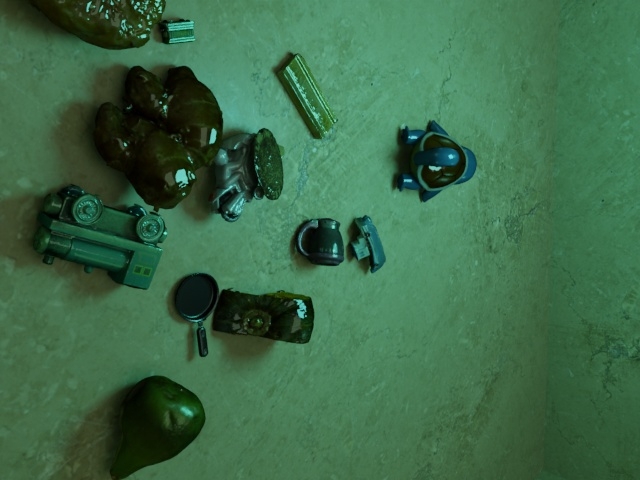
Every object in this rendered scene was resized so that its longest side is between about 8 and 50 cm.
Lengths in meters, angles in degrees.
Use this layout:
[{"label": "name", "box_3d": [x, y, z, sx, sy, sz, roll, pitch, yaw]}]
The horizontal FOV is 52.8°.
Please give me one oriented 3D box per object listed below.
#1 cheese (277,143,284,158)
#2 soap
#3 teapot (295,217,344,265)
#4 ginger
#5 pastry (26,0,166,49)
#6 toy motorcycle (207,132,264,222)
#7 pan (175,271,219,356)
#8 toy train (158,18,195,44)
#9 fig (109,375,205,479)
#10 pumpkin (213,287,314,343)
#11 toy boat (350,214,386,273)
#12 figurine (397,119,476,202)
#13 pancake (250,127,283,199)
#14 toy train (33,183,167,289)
[{"label": "cheese", "box_3d": [-0.133, -0.247, 1.829, 0.060, 0.041, 0.084, 45, 67, -39]}, {"label": "soap", "box_3d": [-0.036, -0.422, 1.896, 0.092, 0.037, 0.252, -54, 130, -25]}, {"label": "teapot", "box_3d": [0.003, 0.002, 1.990, 0.116, 0.148, 0.146, 55, 39, -78]}, {"label": "ginger", "box_3d": [-0.370, -0.262, 1.519, 0.274, 0.152, 0.357, 35, 66, -13]}, {"label": "pastry", "box_3d": [-0.476, -0.540, 1.340, 0.311, 0.162, 0.255, 25, 83, -47]}, {"label": "toy motorcycle", "box_3d": [-0.228, -0.186, 1.699, 0.171, 0.110, 0.260, 40, 63, -43]}, {"label": "pan", "box_3d": [-0.329, 0.200, 1.732, 0.136, 0.028, 0.235, -12, 103, -43]}, {"label": "toy train", "box_3d": [-0.347, -0.508, 1.566, 0.093, 0.038, 0.056, -22, 120, -41]}, {"label": "fig", "box_3d": [-0.423, 0.482, 1.606, 0.206, 0.206, 0.275, 35, 87, -43]}, {"label": "pumpkin", "box_3d": [-0.155, 0.213, 1.873, 0.281, 0.190, 0.139, 11, 91, -3]}, {"label": "toy boat", "box_3d": [0.149, 0.021, 2.153, 0.102, 0.088, 0.215, -23, 120, -2]}, {"label": "figurine", "box_3d": [0.398, -0.288, 2.262, 0.416, 0.243, 0.297, -2, 91, -66]}, {"label": "pancake", "box_3d": [-0.140, -0.205, 1.731, 0.199, 0.021, 0.199, -8, 90, -70]}, {"label": "toy train", "box_3d": [-0.495, -0.005, 1.464, 0.298, 0.120, 0.194, 20, 92, -43]}]
